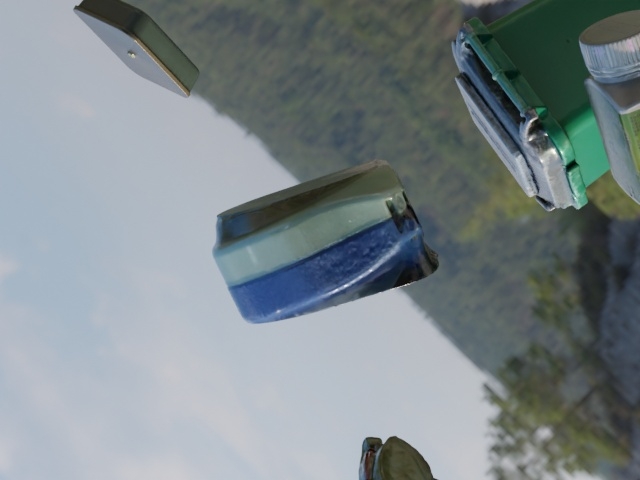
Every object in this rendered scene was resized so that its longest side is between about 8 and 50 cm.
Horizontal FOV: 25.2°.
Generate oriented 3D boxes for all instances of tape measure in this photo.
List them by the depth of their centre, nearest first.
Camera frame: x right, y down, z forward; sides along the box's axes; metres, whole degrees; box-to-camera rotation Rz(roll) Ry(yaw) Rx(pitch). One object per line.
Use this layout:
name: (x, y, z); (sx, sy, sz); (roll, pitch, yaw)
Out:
tape measure: (0.002, -0.002, 1.745); (0.259, 0.262, 0.138); (-90, -18, -85)

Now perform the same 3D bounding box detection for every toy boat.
toy boat: (0.080, 0.260, 1.460); (0.089, 0.071, 0.185); (-1, -136, -18)

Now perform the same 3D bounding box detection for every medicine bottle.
medicine bottle: (0.341, -0.141, 1.518); (0.132, 0.088, 0.188); (-110, -3, -68)

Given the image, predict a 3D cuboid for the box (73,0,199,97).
box: (-0.173, -0.189, 1.374); (0.091, 0.031, 0.126); (28, 169, 35)

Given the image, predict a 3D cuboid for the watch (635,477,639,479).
watch: (0.479, 0.289, 1.652); (0.276, 0.274, 0.068); (31, -157, -6)

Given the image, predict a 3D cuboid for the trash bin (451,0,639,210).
trash bin: (0.393, -0.257, 2.002); (0.259, 0.381, 0.295); (56, -178, 26)
